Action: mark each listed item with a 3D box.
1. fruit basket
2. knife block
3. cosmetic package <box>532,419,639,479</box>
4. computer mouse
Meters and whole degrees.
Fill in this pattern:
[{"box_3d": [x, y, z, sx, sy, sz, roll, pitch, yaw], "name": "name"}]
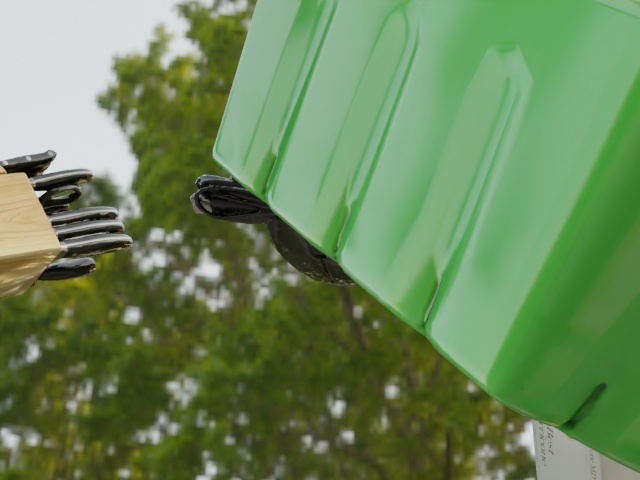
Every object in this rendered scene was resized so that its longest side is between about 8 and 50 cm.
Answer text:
[{"box_3d": [0.169, -0.105, 0.672, 0.283, 0.392, 0.392, 28, -47, -29], "name": "fruit basket"}, {"box_3d": [-0.315, 0.012, 1.590, 0.242, 0.275, 0.088, 31, -51, -17], "name": "knife block"}, {"box_3d": [0.197, 0.204, 1.126, 0.060, 0.099, 0.239, -16, -67, -19], "name": "cosmetic package"}, {"box_3d": [0.000, 0.000, 1.621, 0.188, 0.072, 0.272, 5, -10, 21], "name": "computer mouse"}]
